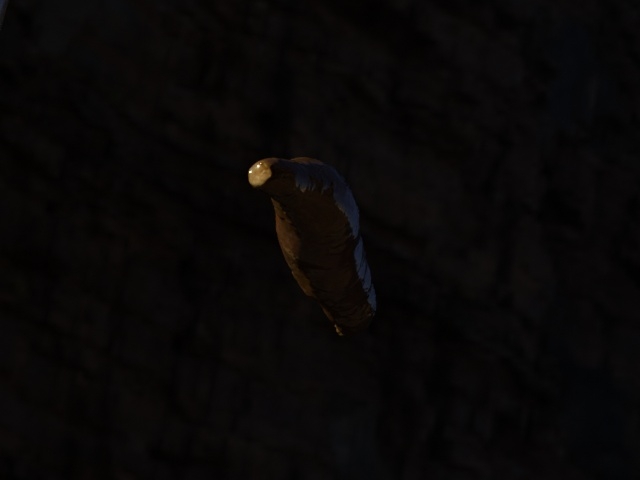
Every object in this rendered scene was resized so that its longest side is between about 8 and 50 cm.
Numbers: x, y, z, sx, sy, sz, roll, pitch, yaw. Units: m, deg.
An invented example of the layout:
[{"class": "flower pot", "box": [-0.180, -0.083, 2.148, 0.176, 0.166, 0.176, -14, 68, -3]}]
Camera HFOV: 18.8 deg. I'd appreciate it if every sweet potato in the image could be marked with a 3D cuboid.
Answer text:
[{"class": "sweet potato", "box": [0.000, 0.000, 1.436, 0.066, 0.072, 0.314, -18, -24, 0]}]

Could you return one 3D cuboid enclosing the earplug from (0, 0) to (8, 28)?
[{"class": "earplug", "box": [-0.167, -0.209, 0.844, 0.172, 0.301, 0.172, 25, -3, 2]}]
